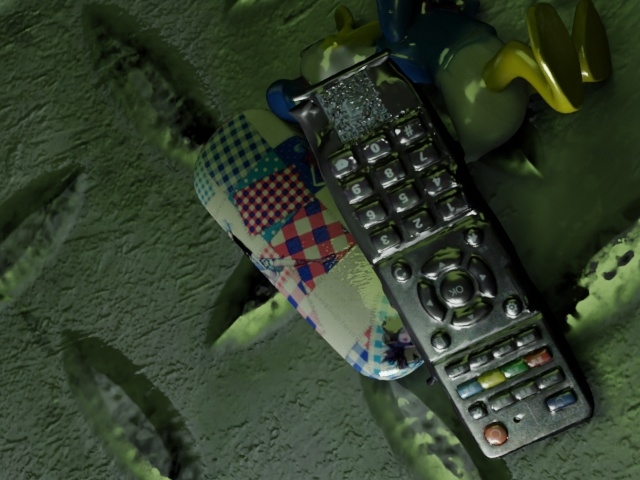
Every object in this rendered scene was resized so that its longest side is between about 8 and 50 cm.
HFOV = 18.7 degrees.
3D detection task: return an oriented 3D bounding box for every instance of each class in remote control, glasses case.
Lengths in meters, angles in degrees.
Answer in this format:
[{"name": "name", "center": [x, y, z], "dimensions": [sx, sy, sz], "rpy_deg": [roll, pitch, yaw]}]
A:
[{"name": "remote control", "center": [0.112, 0.015, 1.816], "dimensions": [0.145, 0.062, 0.398], "rpy_deg": [-26, 101, 20]}, {"name": "glasses case", "center": [0.000, 0.000, 1.945], "dimensions": [0.125, 0.076, 0.327], "rpy_deg": [-47, 69, 10]}]

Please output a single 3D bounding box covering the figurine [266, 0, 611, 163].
[{"name": "figurine", "center": [0.080, -0.202, 1.871], "dimensions": [0.338, 0.204, 0.283], "rpy_deg": [-20, 78, 27]}]
